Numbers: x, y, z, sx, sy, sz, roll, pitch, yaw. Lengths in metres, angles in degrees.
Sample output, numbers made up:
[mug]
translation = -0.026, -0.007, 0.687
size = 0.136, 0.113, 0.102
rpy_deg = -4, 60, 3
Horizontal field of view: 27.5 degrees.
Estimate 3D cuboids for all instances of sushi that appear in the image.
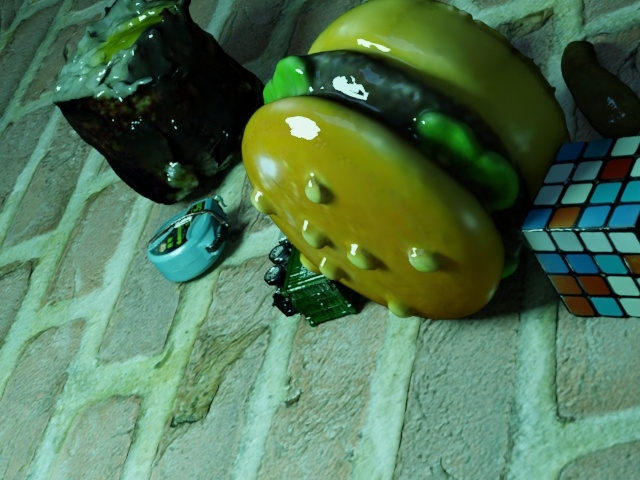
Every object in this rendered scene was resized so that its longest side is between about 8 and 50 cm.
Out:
[sushi]
translation = -0.276, -0.239, 2.233
size = 0.281, 0.294, 0.299
rpy_deg = -7, 45, 40

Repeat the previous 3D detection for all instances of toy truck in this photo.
[toy truck]
translation = 0.000, 0.000, 1.871
size = 0.121, 0.088, 0.259
rpy_deg = -20, 39, 28

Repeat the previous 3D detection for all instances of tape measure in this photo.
[tape measure]
translation = -0.209, 0.003, 2.072
size = 0.146, 0.081, 0.125
rpy_deg = -28, 31, 17

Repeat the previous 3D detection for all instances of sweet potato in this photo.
[sweet potato]
translation = 0.374, -0.210, 1.786
size = 0.075, 0.075, 0.273
rpy_deg = -32, 29, 10

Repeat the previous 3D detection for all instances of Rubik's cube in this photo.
[Rubik's cube]
translation = 0.344, -0.015, 1.493
size = 0.154, 0.155, 0.151
rpy_deg = -2, 47, 42

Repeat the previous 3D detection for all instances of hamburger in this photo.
[hamburger]
translation = 0.093, -0.090, 1.604
size = 0.396, 0.395, 0.277
rpy_deg = 9, 55, 49
